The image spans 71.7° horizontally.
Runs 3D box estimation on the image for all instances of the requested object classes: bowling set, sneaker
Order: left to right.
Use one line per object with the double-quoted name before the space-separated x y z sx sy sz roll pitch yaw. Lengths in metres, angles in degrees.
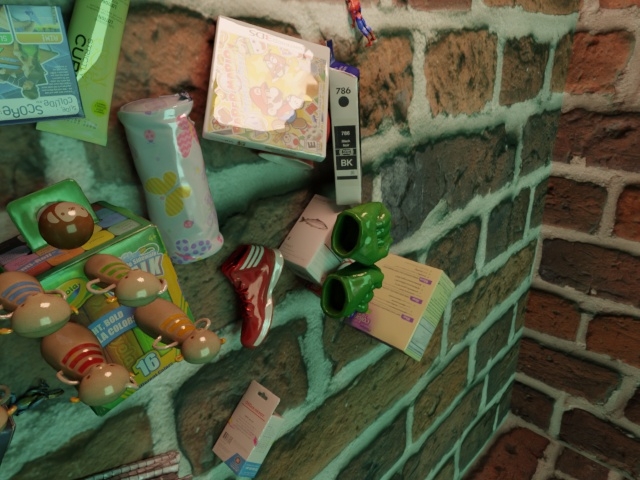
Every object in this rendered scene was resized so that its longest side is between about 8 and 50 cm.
"bowling set" -0.257 0.070 0.463 0.287 0.154 0.199 -22 119 -43
"sneaker" -0.163 0.112 0.927 0.128 0.087 0.221 18 78 -41

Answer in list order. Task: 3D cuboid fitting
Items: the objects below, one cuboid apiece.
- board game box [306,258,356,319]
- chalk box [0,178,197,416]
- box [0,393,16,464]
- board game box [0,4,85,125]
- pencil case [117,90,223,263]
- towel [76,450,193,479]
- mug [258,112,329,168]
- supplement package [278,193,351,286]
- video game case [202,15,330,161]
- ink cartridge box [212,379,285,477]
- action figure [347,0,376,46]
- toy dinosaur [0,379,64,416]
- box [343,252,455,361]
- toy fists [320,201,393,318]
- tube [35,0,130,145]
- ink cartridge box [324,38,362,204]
"board game box" 0.060 0.109 1.183 0.193 0.045 0.146 43 72 -47
"chalk box" -0.327 0.061 0.636 0.180 0.179 0.288 -36 129 -34
"box" -0.579 0.279 0.419 0.396 0.212 0.293 17 92 -49
"board game box" -0.406 -0.205 0.526 0.201 0.035 0.136 -15 116 -31
"pencil case" -0.238 -0.098 0.726 0.114 0.124 0.273 -8 115 -4
"towel" -0.378 0.557 0.816 0.284 0.121 0.234 9 99 -49
"mug" -0.034 -0.235 0.878 0.113 0.150 0.169 12 91 -70
"supplement package" 0.000 0.000 1.029 0.179 0.105 0.105 -58 139 -15
"video game case" -0.085 -0.260 0.761 0.207 0.026 0.226 8 74 -19
"ink cartridge box" -0.156 0.432 1.025 0.181 0.104 0.061 -60 139 -12
"action figure" 0.087 -0.495 0.994 0.038 0.030 0.115 -57 133 -24
"toy dinosaur" -0.456 0.259 0.679 0.082 0.047 0.090 -38 143 -8
"box" 0.225 0.181 1.263 0.117 0.214 0.243 41 73 -47
"toy fists" 0.090 0.047 0.993 0.142 0.096 0.279 -20 125 -51
"tube" -0.318 -0.258 0.618 0.062 0.070 0.240 -98 -153 -80
"ink cartridge box" 0.057 -0.259 0.962 0.165 0.065 0.332 -77 163 -62
